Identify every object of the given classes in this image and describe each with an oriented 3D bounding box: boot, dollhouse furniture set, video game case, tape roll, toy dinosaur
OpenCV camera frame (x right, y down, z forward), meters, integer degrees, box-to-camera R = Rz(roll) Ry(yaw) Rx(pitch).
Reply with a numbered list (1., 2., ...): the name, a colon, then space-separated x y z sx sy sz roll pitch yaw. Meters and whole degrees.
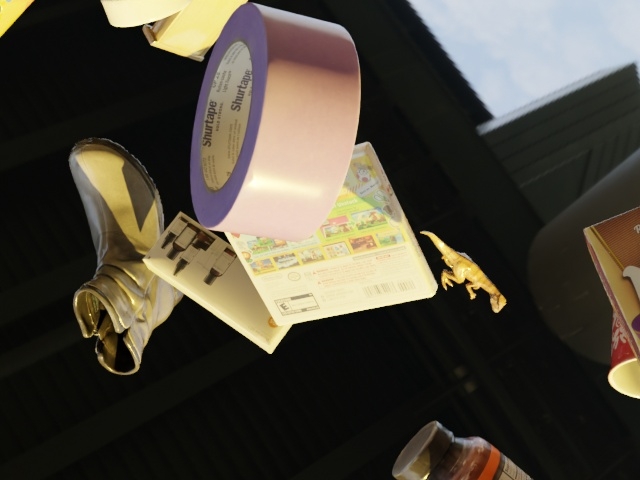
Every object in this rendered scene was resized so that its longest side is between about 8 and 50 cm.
1. boot: -0.324 0.024 1.500 0.338 0.118 0.222 66 -155 -23
2. dollhouse furniture set: -0.234 -0.441 1.562 0.212 0.161 0.242 10 -138 -49
3. video game case: 0.000 0.000 1.156 0.206 0.227 0.026 63 -148 -23
4. tape roll: -0.043 -0.096 0.799 0.080 0.189 0.188 9 -119 -22
5. toy dinosaur: 0.236 0.037 1.639 0.211 0.112 0.064 40 -109 -13

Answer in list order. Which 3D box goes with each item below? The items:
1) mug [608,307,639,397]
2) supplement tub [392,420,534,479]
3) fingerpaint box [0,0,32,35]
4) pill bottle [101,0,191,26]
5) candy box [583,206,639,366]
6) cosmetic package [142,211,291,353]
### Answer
1. mug: 0.388 0.095 1.132 0.113 0.150 0.169 12 -123 -5
2. supplement tub: 0.166 0.267 0.942 0.198 0.106 0.106 40 -124 0
3. fingerpaint box: -0.601 -0.401 1.274 0.163 0.445 0.371 32 -104 23
4. pill bottle: -0.228 -0.369 1.089 0.131 0.131 0.229 -35 -56 -33
5. candy box: 0.274 0.010 0.597 0.187 0.053 0.109 -22 -125 12
6. cosmetic package: -0.146 0.064 1.470 0.239 0.060 0.099 33 -102 9
